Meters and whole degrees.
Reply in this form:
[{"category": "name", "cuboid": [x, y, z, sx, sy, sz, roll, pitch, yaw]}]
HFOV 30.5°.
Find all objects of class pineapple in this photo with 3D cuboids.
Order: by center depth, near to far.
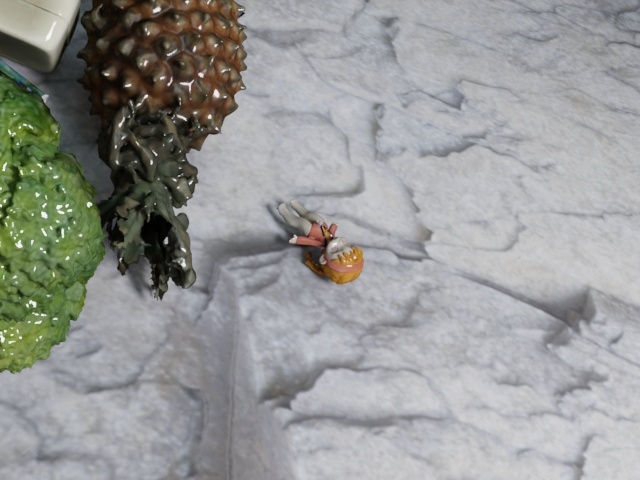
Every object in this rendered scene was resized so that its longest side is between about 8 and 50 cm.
[{"category": "pineapple", "cuboid": [-0.146, -0.115, 1.094, 0.175, 0.175, 0.361, 10, 53, -24]}]

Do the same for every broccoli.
[{"category": "broccoli", "cuboid": [-0.294, -0.049, 0.854, 0.302, 0.254, 0.186, 45, 68, 7]}]

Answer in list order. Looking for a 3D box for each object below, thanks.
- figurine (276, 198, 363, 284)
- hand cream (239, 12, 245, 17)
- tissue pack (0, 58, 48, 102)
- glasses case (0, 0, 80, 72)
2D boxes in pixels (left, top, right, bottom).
[{"category": "figurine", "cuboid": [0.000, 0.000, 1.152, 0.064, 0.047, 0.109, -23, 56, -36]}, {"category": "hand cream", "cuboid": [-0.133, -0.284, 1.370, 0.093, 0.019, 0.030, 36, 39, -6]}, {"category": "tissue pack", "cuboid": [-0.316, -0.119, 1.040, 0.111, 0.085, 0.079, 38, 42, 5]}, {"category": "glasses case", "cuboid": [-0.381, -0.255, 1.091, 0.312, 0.131, 0.070, 23, 82, -11]}]
